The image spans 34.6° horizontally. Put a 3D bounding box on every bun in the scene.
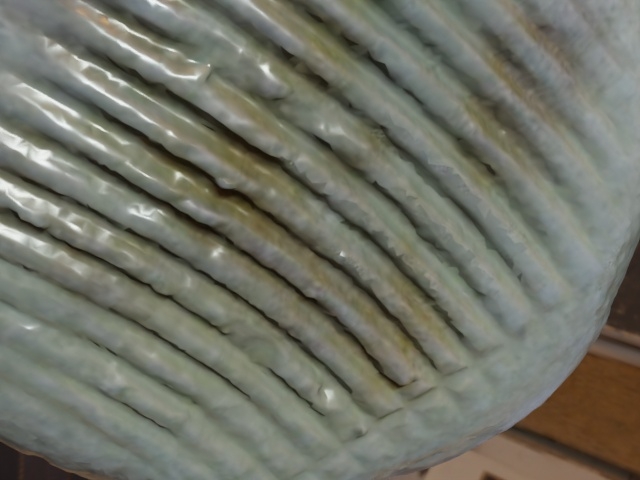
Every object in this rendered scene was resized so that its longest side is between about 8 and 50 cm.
[{"bbox_3d":[-0.025,-0.050,0.478,0.361,0.211,0.362,-5,113,-11],"label":"bun"}]
